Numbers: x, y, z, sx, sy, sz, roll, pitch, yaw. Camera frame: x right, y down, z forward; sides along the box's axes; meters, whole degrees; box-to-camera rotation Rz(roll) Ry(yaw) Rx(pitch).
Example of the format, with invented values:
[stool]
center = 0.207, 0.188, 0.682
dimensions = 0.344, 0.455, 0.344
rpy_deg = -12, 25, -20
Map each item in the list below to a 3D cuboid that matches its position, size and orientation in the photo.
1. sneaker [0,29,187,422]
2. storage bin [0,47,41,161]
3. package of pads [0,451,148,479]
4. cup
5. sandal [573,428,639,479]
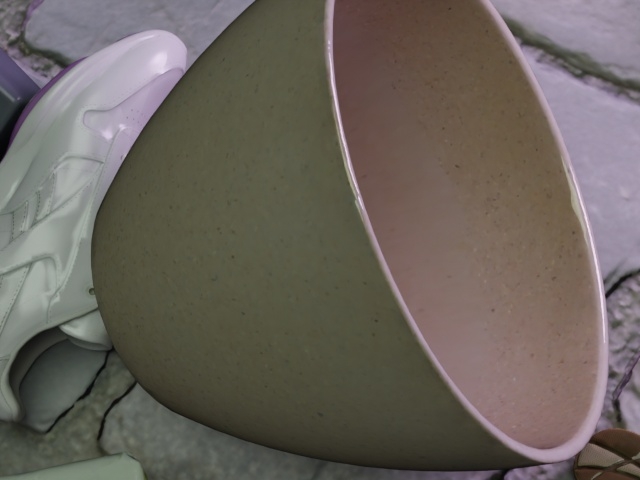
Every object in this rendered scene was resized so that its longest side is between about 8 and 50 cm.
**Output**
[sneaker]
center = -0.175, -0.010, 1.012
dimensions = 0.152, 0.114, 0.305
rpy_deg = 36, 82, 5
[storage bin]
center = -0.266, -0.089, 1.051
dimensions = 0.091, 0.098, 0.135
rpy_deg = 41, 104, 9
[package of pads]
center = -0.184, 0.291, 0.863
dimensions = 0.229, 0.101, 0.296
rpy_deg = -9, 68, -11
[cup]
center = 0.000, 0.000, 0.882
dimensions = 0.237, 0.331, 0.331
rpy_deg = -19, 65, 28
[sandal]
center = 0.234, 0.188, 0.893
dimensions = 0.072, 0.049, 0.180
rpy_deg = -40, 54, -13
